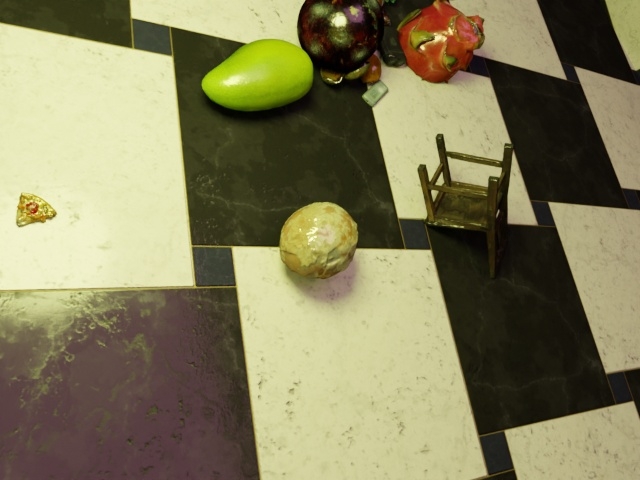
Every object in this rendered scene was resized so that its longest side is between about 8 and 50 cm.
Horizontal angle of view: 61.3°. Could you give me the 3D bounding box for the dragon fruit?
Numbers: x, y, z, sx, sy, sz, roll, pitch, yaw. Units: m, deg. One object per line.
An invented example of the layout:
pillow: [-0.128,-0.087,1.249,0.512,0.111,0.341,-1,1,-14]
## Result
dragon fruit: [0.449,-0.744,1.962,0.306,0.226,0.305,11,66,-26]

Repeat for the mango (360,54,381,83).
mango: [0.169,-0.583,1.819,0.077,0.063,0.127,17,61,-15]

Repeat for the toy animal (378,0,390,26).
toy animal: [0.193,-0.841,1.926,0.179,0.089,0.188,59,26,-11]

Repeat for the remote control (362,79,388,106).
remote control: [0.186,-0.497,1.817,0.053,0.018,0.124,43,53,-6]

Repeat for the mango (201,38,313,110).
mango: [-0.172,-0.455,1.497,0.343,0.156,0.192,-26,82,-35]

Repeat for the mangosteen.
mangosteen: [0.063,-0.642,1.669,0.288,0.288,0.288,13,62,-26]

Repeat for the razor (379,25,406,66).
razor: [0.249,-0.690,1.920,0.090,0.054,0.148,-1,68,-32]

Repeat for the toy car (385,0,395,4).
toy car: [0.245,-1.052,2.049,0.141,0.097,0.320,17,74,-24]

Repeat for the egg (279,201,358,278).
egg: [0.000,0.000,1.371,0.195,0.195,0.233,56,34,2]

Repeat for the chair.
chair: [0.464,-0.103,1.718,0.241,0.416,0.203,12,50,25]

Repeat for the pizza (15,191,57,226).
pizza: [-0.606,-0.061,1.135,0.083,0.025,0.078,33,53,-15]
